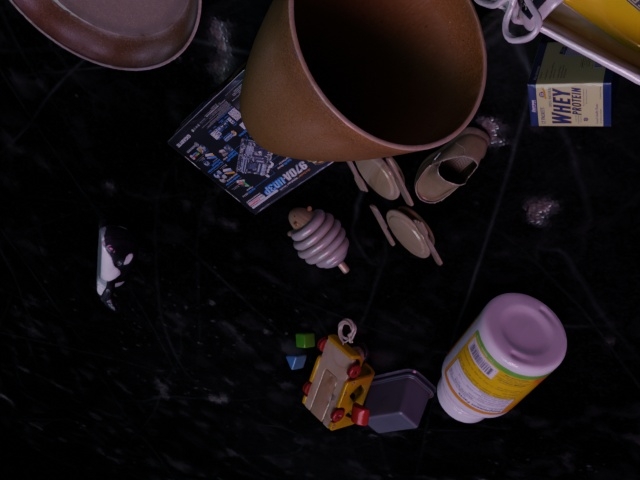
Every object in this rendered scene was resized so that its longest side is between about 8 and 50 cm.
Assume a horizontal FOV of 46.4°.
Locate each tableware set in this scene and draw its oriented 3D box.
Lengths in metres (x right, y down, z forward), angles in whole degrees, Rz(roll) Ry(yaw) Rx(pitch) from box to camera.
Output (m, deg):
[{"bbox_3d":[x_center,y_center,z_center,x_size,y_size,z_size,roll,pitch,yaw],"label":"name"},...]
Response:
[{"bbox_3d":[0.110,-0.059,1.046,0.128,0.039,0.194,25,151,56],"label":"tableware set"}]

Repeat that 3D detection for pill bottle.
[{"bbox_3d":[0.277,0.201,1.199,0.137,0.136,0.245,23,143,1],"label":"pill bottle"}]

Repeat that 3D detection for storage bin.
[{"bbox_3d":[0.148,0.320,1.446,0.135,0.091,0.098,-22,123,44],"label":"storage bin"}]

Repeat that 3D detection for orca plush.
[{"bbox_3d":[-0.362,0.054,1.397,0.102,0.151,0.287,-1,143,-19],"label":"orca plush"}]

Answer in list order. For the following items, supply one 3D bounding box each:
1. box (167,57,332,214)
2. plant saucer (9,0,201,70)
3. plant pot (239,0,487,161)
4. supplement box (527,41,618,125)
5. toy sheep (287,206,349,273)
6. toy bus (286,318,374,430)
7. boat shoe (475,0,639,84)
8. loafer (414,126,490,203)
[{"bbox_3d":[-0.091,-0.144,1.057,0.175,0.051,0.220,39,140,-19],"label":"box"},{"bbox_3d":[-0.280,-0.351,0.916,0.311,0.050,0.310,14,140,12],"label":"plant saucer"},{"bbox_3d":[0.014,-0.182,0.843,0.237,0.237,0.254,38,154,-18],"label":"plant pot"},{"bbox_3d":[0.274,-0.170,0.807,0.083,0.083,0.056,5,137,25],"label":"supplement box"},{"bbox_3d":[0.000,0.000,1.154,0.132,0.091,0.091,44,138,-16],"label":"toy sheep"},{"bbox_3d":[0.047,0.251,1.405,0.104,0.190,0.202,-3,165,-43],"label":"toy bus"},{"bbox_3d":[0.205,-0.249,0.691,0.367,0.156,0.136,32,141,-11],"label":"boat shoe"},{"bbox_3d":[0.166,-0.092,0.984,0.056,0.050,0.148,29,142,-5],"label":"loafer"}]
